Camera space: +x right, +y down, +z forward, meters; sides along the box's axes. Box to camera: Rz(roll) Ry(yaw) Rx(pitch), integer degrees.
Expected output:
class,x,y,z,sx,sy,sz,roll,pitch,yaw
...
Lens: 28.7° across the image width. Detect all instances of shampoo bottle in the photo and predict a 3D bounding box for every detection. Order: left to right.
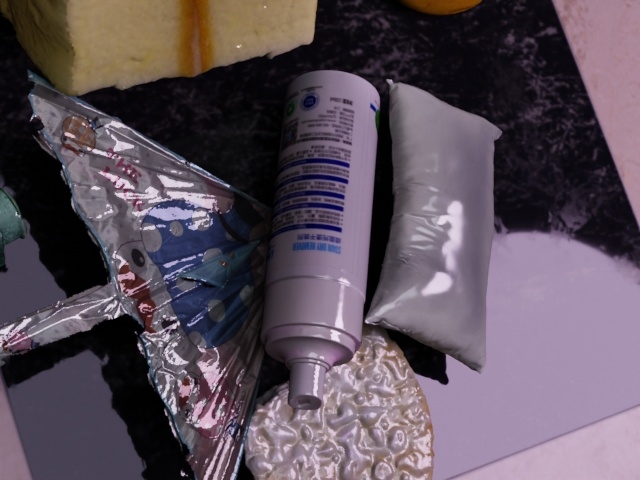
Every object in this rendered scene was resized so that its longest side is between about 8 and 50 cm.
class,x,y,z,sx,sy,sz,roll,pitch,yaw
shampoo bottle,0.000,0.000,1.101,0.092,0.092,0.303,13,63,-17

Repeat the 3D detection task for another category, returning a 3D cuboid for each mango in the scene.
class,x,y,z,sx,sy,sz,roll,pitch,yaw
mango,0.121,-0.267,1.260,0.114,0.060,0.080,-7,94,-25

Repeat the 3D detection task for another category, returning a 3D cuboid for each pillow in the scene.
class,x,y,z,sx,sy,sz,roll,pitch,yaw
pillow,0.105,-0.015,1.162,0.144,0.078,0.254,23,64,-38

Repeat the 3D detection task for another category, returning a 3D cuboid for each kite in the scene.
class,x,y,z,sx,sy,sz,roll,pitch,yaw
kite,-0.134,0.037,1.031,0.368,0.014,0.406,-24,90,-46

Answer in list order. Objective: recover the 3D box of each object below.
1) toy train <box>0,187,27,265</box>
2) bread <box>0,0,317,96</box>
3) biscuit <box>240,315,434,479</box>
class,x,y,z,sx,sy,sz,roll,pitch,yaw
toy train,-0.389,0.015,0.967,0.307,0.126,0.189,-29,68,-25
bread,-0.157,-0.281,1.061,0.263,0.198,0.236,-17,49,-28
biscuit,0.013,0.188,1.103,0.188,0.040,0.265,14,69,-17
